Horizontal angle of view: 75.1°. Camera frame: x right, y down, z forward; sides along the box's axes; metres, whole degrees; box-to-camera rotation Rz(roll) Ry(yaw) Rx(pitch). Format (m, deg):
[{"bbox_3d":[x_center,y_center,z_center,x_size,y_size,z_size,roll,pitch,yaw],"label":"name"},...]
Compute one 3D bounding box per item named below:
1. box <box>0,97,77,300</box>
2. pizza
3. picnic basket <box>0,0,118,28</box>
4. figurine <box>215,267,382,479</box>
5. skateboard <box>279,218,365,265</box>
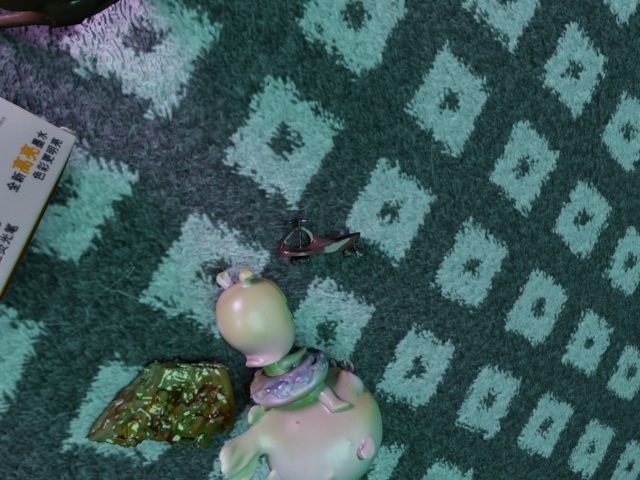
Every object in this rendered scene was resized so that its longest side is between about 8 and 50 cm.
[{"bbox_3d":[-0.412,-0.046,0.423,0.220,0.091,0.274,26,51,-35],"label":"box"},{"bbox_3d":[-0.239,0.265,0.661,0.226,0.069,0.147,10,98,-25],"label":"pizza"},{"bbox_3d":[-0.340,-0.365,0.412,0.336,0.337,0.293,-25,115,-18],"label":"picnic basket"},{"bbox_3d":[-0.065,0.229,0.657,0.274,0.226,0.395,-33,104,-44],"label":"figurine"},{"bbox_3d":[0.000,0.000,0.726,0.151,0.067,0.080,-6,93,-19],"label":"skateboard"}]
